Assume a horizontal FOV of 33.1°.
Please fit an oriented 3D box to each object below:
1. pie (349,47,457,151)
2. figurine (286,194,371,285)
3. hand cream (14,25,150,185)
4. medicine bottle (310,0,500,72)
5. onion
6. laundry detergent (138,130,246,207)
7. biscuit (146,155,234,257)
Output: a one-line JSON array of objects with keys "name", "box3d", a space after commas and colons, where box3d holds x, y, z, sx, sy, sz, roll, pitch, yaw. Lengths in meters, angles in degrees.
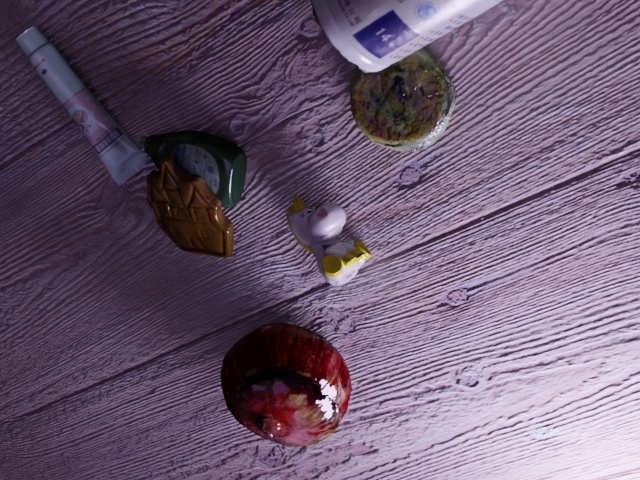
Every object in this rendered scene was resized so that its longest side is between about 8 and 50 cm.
[{"name": "pie", "box3d": [0.129, -0.230, 1.736, 0.187, 0.041, 0.187, 11, 116, 24]}, {"name": "figurine", "box3d": [0.002, -0.004, 1.882, 0.178, 0.109, 0.129, 58, 147, -2]}, {"name": "hand cream", "box3d": [-0.451, -0.258, 2.032, 0.085, 0.058, 0.331, -36, 98, 18]}, {"name": "medicine bottle", "box3d": [0.165, -0.397, 1.551, 0.332, 0.190, 0.190, -26, 98, 34]}, {"name": "onion", "box3d": [-0.065, 0.273, 1.978, 0.246, 0.190, 0.246, 11, 132, 12]}, {"name": "laundry detergent", "box3d": [-0.239, -0.139, 1.962, 0.211, 0.063, 0.137, 19, 126, 20]}, {"name": "biscuit", "box3d": [-0.248, -0.059, 1.973, 0.182, 0.034, 0.215, 7, 133, 36]}]
